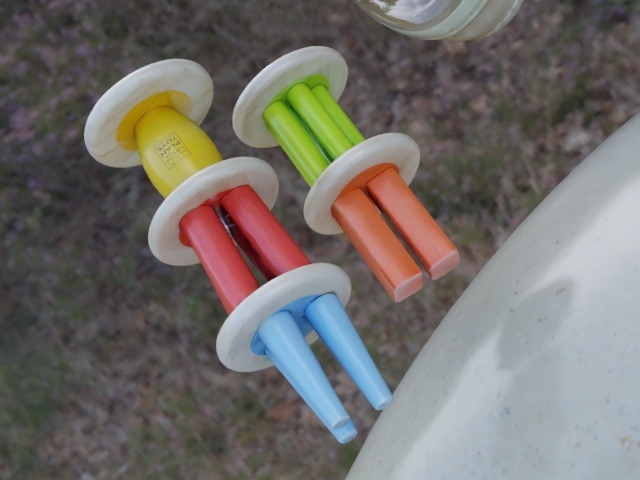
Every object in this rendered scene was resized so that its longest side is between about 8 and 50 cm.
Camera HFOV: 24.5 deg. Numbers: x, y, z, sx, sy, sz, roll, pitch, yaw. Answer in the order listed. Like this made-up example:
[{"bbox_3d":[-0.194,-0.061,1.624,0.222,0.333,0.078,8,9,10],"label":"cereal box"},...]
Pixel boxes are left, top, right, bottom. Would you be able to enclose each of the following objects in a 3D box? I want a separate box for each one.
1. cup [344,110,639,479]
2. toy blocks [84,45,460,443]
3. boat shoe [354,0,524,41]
[{"bbox_3d":[0.135,0.142,0.601,0.237,0.331,0.331,-34,31,-3],"label":"cup"},{"bbox_3d":[0.000,0.000,0.534,0.123,0.054,0.148,-11,56,-40],"label":"toy blocks"},{"bbox_3d":[0.073,-0.166,0.769,0.109,0.098,0.302,-57,19,17],"label":"boat shoe"}]
